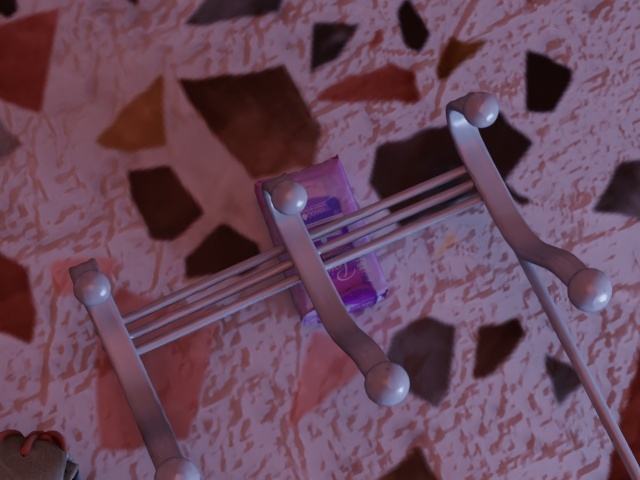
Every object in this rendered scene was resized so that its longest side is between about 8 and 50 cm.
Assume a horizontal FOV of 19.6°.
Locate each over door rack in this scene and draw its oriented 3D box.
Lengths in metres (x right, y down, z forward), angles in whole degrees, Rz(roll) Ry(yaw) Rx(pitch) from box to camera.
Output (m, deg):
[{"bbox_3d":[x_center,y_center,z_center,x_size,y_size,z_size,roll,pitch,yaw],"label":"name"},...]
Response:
[{"bbox_3d":[0.046,0.112,0.918,0.240,0.108,0.324,-24,87,-7],"label":"over door rack"}]

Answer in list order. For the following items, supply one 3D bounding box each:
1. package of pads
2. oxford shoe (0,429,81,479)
[{"bbox_3d":[0.000,0.000,1.001,0.050,0.032,0.083,-19,78,-5],"label":"package of pads"},{"bbox_3d":[-0.186,0.120,0.910,0.130,0.123,0.348,-41,91,4],"label":"oxford shoe"}]
